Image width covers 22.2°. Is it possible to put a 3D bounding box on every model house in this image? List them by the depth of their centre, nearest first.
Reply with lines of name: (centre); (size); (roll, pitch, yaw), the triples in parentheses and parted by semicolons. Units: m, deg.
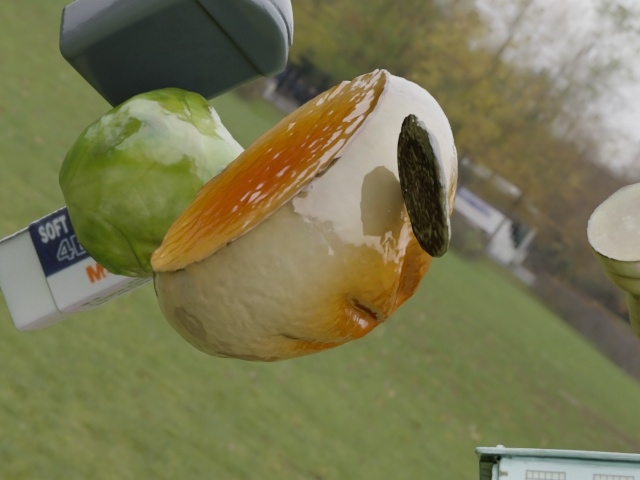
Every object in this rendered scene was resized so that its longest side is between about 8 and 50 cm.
model house: (0.265, 0.316, 1.640); (0.224, 0.215, 0.198); (1, -36, 10)

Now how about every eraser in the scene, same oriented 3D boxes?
eraser: (-0.264, 0.004, 2.027); (0.130, 0.287, 0.086); (68, 19, 4)

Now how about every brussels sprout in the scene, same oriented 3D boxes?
brussels sprout: (-0.176, -0.056, 1.752); (0.223, 0.223, 0.161); (32, 7, -40)

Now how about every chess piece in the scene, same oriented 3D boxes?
chess piece: (0.272, 0.056, 1.229); (0.090, 0.090, 0.200); (42, -16, 55)

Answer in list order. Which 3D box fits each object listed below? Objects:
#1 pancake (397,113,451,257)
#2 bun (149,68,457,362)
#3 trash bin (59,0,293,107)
pancake: (0.075, -0.040, 1.207); (0.011, 0.115, 0.115); (-12, 20, -14)
bun: (0.000, 0.000, 1.395); (0.165, 0.299, 0.299); (52, 0, -15)
trash bin: (-0.148, -0.233, 1.795); (0.177, 0.236, 0.101); (44, 30, -43)
